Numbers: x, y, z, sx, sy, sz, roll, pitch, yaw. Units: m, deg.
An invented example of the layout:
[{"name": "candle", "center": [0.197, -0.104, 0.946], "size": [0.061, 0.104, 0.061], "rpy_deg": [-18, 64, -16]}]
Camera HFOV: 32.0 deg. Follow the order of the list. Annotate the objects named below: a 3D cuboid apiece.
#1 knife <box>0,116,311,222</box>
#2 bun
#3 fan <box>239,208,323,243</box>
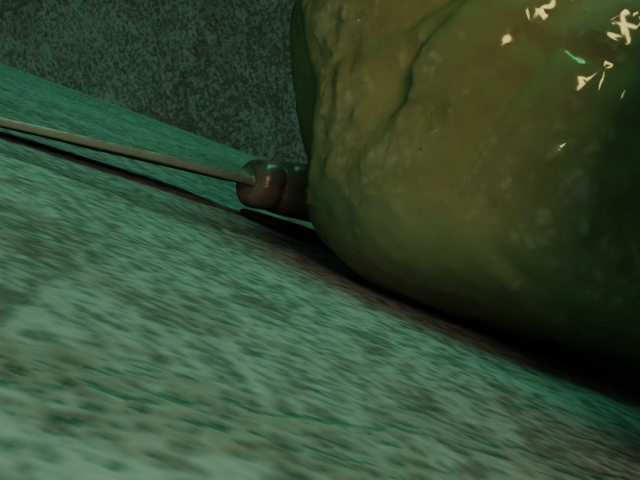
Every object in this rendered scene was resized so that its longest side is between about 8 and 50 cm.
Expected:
[{"name": "knife", "center": [-0.072, -0.047, 0.681], "size": [0.335, 0.043, 0.081], "rpy_deg": [14, -1, -25]}, {"name": "bun", "center": [0.152, -0.096, 0.576], "size": [0.352, 0.227, 0.349], "rpy_deg": [-8, 37, -32]}, {"name": "fan", "center": [0.000, 0.000, 0.669], "size": [0.085, 0.005, 0.133], "rpy_deg": [18, 4, -26]}]
